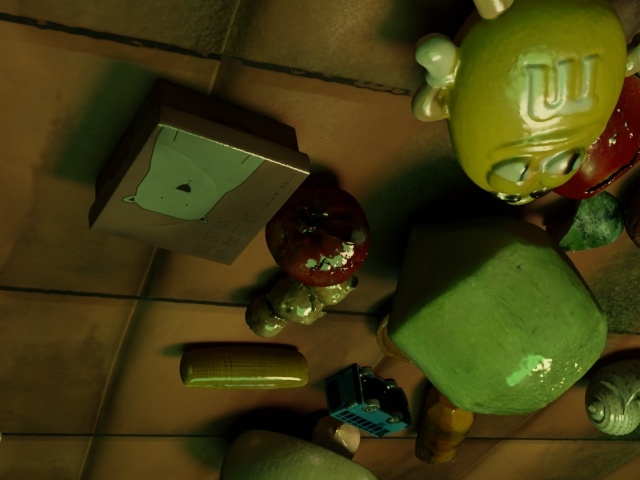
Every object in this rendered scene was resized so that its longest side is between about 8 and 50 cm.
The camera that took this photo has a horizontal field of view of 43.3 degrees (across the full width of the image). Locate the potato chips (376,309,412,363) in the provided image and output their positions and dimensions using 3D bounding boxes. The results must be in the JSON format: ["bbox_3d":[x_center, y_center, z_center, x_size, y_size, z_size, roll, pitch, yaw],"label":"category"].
[{"bbox_3d":[0.182,0.161,1.468,0.201,0.049,0.150,22,129,-34],"label":"potato chips"}]

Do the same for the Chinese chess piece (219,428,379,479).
[{"bbox_3d":[-0.045,0.528,1.702,0.349,0.146,0.349,17,154,9],"label":"Chinese chess piece"}]

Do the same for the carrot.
[{"bbox_3d":[0.269,0.402,1.757,0.114,0.114,0.302,-7,144,-6],"label":"carrot"}]

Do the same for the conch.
[{"bbox_3d":[0.653,0.326,1.743,0.200,0.131,0.172,-17,124,-40],"label":"conch"}]

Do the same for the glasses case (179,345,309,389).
[{"bbox_3d":[-0.135,0.228,1.449,0.234,0.079,0.064,3,134,-19],"label":"glasses case"}]

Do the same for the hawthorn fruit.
[{"bbox_3d":[0.000,0.000,1.141,0.148,0.148,0.172,-13,159,3],"label":"hawthorn fruit"}]

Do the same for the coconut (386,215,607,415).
[{"bbox_3d":[0.246,0.097,1.207,0.281,0.328,0.328,-41,144,-12],"label":"coconut"}]

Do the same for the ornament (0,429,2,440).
[{"bbox_3d":[-0.655,0.367,1.529,0.092,0.041,0.068,-5,149,-24],"label":"ornament"}]

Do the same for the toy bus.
[{"bbox_3d":[0.098,0.330,1.636,0.106,0.090,0.184,-30,137,25],"label":"toy bus"}]

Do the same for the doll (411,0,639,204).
[{"bbox_3d":[0.257,-0.226,0.900,0.348,0.161,0.423,-35,132,21],"label":"doll"}]

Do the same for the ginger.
[{"bbox_3d":[-0.037,0.088,1.292,0.104,0.080,0.204,41,120,-19],"label":"ginger"}]

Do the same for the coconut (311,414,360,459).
[{"bbox_3d":[0.031,0.426,1.723,0.110,0.110,0.124,-9,148,-4],"label":"coconut"}]

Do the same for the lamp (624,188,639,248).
[{"bbox_3d":[0.556,-0.030,1.242,0.157,0.135,0.156,7,139,-20],"label":"lamp"}]

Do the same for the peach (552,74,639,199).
[{"bbox_3d":[0.379,-0.140,1.112,0.189,0.068,0.279,-24,141,13],"label":"peach"}]

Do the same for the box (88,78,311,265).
[{"bbox_3d":[-0.157,-0.080,1.034,0.215,0.086,0.215,16,136,-31],"label":"box"}]

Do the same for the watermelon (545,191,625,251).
[{"bbox_3d":[0.431,-0.036,1.282,0.155,0.080,0.101,4,106,-15],"label":"watermelon"}]
